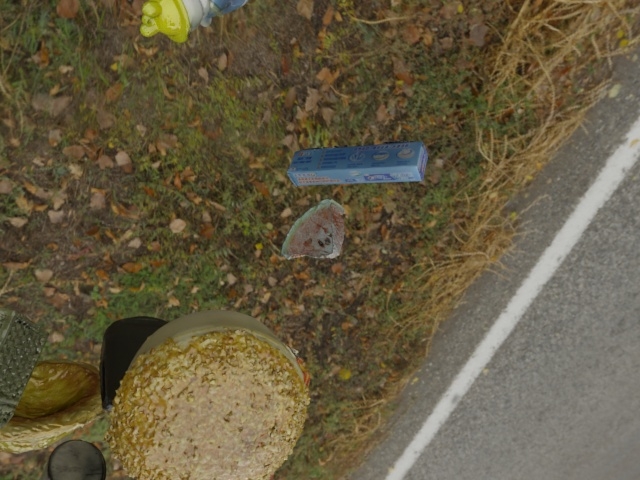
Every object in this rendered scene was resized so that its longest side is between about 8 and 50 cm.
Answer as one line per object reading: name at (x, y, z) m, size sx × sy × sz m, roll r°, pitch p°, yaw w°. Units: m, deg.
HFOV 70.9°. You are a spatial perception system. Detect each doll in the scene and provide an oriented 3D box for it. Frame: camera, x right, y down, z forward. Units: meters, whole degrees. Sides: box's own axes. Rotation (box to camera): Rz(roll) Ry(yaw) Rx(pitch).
doll at (-0.203, -0.410, 0.753) m, size 0.241 × 0.135 × 0.098 m, roll -49°, pitch 128°, yaw -32°

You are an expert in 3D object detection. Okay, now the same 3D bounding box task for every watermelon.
watermelon at (0.000, 0.000, 1.080) m, size 0.187 × 0.139 × 0.071 m, roll -46°, pitch 144°, yaw 13°

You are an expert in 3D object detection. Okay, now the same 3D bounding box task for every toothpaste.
toothpaste at (0.069, -0.148, 0.887) m, size 0.272 × 0.066 × 0.053 m, roll 2°, pitch 150°, yaw 26°

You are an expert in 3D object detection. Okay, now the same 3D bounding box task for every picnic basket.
picnic basket at (-0.507, 0.161, 0.590) m, size 0.197 × 0.154 × 0.134 m, roll 12°, pitch 153°, yaw -7°

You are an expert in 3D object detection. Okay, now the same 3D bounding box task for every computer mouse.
computer mouse at (-0.385, 0.275, 0.968) m, size 0.168 × 0.295 × 0.087 m, roll 11°, pitch 117°, yaw -28°

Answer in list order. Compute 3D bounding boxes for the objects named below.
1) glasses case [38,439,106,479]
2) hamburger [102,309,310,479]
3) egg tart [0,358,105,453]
glasses case at (-0.325, 0.380, 0.484) m, size 0.060 × 0.114 × 0.299 m, roll 26°, pitch 86°, yaw -27°
hamburger at (-0.152, 0.244, 0.666) m, size 0.294 × 0.179 × 0.276 m, roll 24°, pitch 99°, yaw -28°
egg tart at (-0.655, 0.389, 1.036) m, size 0.319 × 0.319 × 0.128 m, roll 7°, pitch 102°, yaw -27°
